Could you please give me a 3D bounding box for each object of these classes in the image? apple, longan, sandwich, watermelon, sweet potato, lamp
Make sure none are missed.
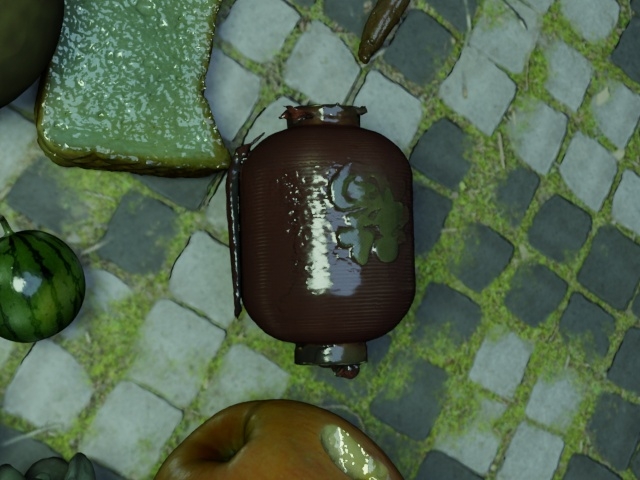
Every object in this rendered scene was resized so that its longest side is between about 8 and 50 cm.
[{"bbox_3d":[-0.031,0.264,0.914,0.242,0.242,0.241,-36,96,-21],"label":"apple"},{"bbox_3d":[-0.299,-0.194,0.839,0.198,0.212,0.198,0,91,5],"label":"longan"},{"bbox_3d":[-0.173,-0.170,0.981,0.186,0.065,0.214,6,83,-22],"label":"sandwich"},{"bbox_3d":[-0.257,0.035,0.914,0.109,0.109,0.109,2,85,-23],"label":"watermelon"},{"bbox_3d":[0.079,-0.284,1.109,0.050,0.050,0.214,14,86,-21],"label":"sweet potato"},{"bbox_3d":[0.000,0.000,0.983,0.180,0.180,0.258,1,86,-23],"label":"lamp"}]

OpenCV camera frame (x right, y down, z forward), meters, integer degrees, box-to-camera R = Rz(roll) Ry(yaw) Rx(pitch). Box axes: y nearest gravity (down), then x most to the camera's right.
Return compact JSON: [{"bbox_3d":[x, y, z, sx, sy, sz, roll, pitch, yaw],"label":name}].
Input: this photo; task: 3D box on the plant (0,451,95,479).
[{"bbox_3d":[-0.216,0.319,0.880,0.149,0.146,0.274,-7,88,-21],"label":"plant"}]
